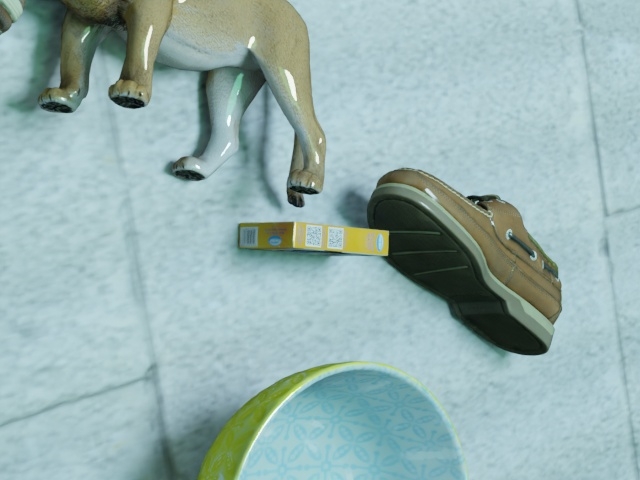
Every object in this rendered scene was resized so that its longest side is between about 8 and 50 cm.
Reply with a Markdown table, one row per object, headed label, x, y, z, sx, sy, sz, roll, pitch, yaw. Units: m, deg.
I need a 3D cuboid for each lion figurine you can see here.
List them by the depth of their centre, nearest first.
| label | x | y | z | sx | sy | sz | roll | pitch | yaw |
| --- | --- | --- | --- | --- | --- | --- | --- | --- | --- |
| lion figurine | -0.111 | -0.194 | 1.272 | 0.392 | 0.142 | 0.240 | 32 | 60 | -52 |

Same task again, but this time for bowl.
| label | x | y | z | sx | sy | sz | roll | pitch | yaw |
| --- | --- | --- | --- | --- | --- | --- | --- | --- | --- |
| bowl | -0.017 | 0.248 | 1.314 | 0.290 | 0.156 | 0.289 | 1 | 88 | -41 |

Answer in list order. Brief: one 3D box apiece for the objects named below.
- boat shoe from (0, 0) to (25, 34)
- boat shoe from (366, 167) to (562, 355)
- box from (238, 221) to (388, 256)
| label | x | y | z | sx | sy | sz | roll | pitch | yaw |
| --- | --- | --- | --- | --- | --- | --- | --- | --- | --- |
| boat shoe | -0.345 | -0.215 | 1.084 | 0.257 | 0.095 | 0.095 | 34 | 82 | -30 |
| boat shoe | 0.152 | 0.003 | 1.511 | 0.307 | 0.111 | 0.104 | 46 | 57 | -43 |
| box | 0.000 | 0.000 | 1.382 | 0.136 | 0.081 | 0.028 | 8 | 84 | -41 |
